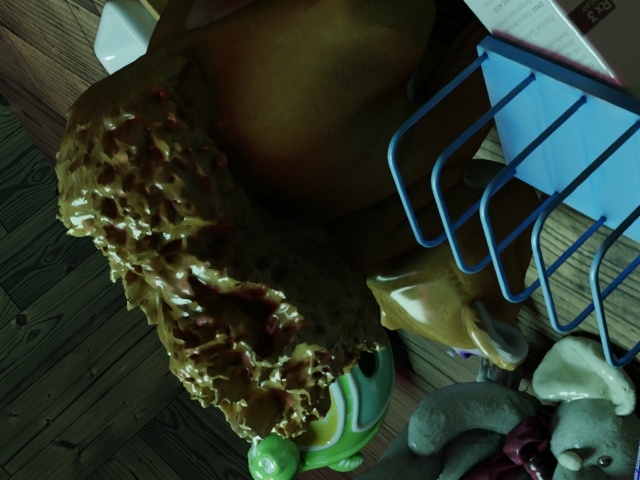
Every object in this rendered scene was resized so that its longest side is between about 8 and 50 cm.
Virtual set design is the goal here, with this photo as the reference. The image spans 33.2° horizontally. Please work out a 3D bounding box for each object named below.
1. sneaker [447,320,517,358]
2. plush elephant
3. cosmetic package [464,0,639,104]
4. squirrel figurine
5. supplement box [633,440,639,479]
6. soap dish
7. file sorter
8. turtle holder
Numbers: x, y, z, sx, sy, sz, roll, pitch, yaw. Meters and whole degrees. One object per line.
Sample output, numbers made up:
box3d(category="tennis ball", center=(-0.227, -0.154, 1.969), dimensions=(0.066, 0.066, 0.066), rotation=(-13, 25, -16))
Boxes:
box3d(category="sneaker", center=(0.151, 0.086, 1.238), dimensions=(0.104, 0.095, 0.236), rotation=(51, 167, -16))
box3d(category="plush elephant", center=(0.238, 0.247, 1.163), dimensions=(0.255, 0.330, 0.272), rotation=(-9, 126, 42))
box3d(category="cosmetic package", center=(0.180, -0.142, 0.656), dimensions=(0.231, 0.117, 0.085), rotation=(48, 165, -2))
box3d(category="squirrel figurine", center=(0.009, -0.026, 0.857), dimensions=(0.281, 0.397, 0.370), rotation=(11, 141, 52))
box3d(category="supplement box", center=(0.355, 0.240, 0.879), dimensions=(0.220, 0.113, 0.111), rotation=(-117, 24, -62))
box3d(category="soap dish", center=(-0.146, -0.194, 1.331), dimensions=(0.291, 0.118, 0.229), rotation=(50, 163, -5))
box3d(category="file sorter", center=(0.138, -0.023, 0.644), dimensions=(0.170, 0.104, 0.118), rotation=(35, 159, 41))
box3d(category="turtle holder", center=(-0.030, 0.212, 1.601), dimensions=(0.243, 0.320, 0.227), rotation=(42, 148, 27))
